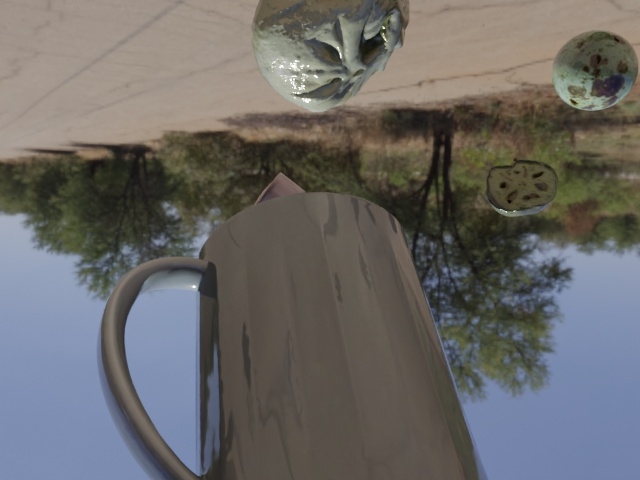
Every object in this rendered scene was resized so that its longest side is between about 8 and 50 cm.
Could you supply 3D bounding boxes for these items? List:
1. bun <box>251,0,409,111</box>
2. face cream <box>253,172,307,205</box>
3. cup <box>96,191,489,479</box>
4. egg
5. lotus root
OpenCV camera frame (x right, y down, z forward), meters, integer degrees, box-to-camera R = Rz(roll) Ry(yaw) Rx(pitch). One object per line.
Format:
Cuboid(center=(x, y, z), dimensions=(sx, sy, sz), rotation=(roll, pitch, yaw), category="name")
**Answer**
Cuboid(center=(0.039, -0.414, 1.122), dimensions=(0.211, 0.360, 0.359), rotation=(34, -164, 17), category="bun")
Cuboid(center=(0.000, 0.000, 1.065), dimensions=(0.269, 0.107, 0.073), rotation=(39, -159, -4), category="face cream")
Cuboid(center=(-0.031, 0.142, 0.519), dimensions=(0.322, 0.237, 0.327), rotation=(11, -134, -23), category="cup")
Cuboid(center=(0.597, -0.377, 1.306), dimensions=(0.169, 0.169, 0.231), rotation=(2, -155, 0), category="egg")
Cuboid(center=(0.540, -0.130, 1.601), dimensions=(0.183, 0.078, 0.204), rotation=(8, -127, 22), category="lotus root")
